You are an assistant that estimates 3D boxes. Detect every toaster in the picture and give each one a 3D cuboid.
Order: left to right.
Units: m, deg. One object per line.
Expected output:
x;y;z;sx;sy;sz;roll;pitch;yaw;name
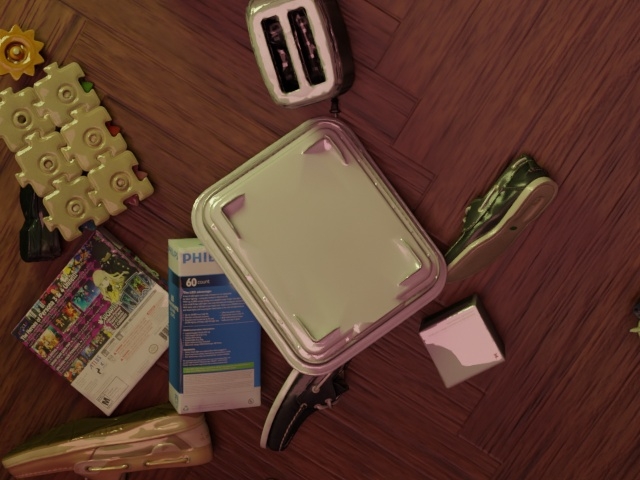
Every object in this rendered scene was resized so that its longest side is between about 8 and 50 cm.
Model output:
-0.029;-0.278;1.859;0.129;0.146;0.227;-14;99;11;toaster

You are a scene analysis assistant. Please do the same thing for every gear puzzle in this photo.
-0.413;-0.174;1.973;0.175;0.044;0.339;-32;94;-11;gear puzzle

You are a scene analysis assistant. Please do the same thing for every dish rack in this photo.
0.000;0.000;1.879;0.285;0.072;0.333;-35;83;-8;dish rack

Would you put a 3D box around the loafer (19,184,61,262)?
-0.438;-0.050;2.016;0.061;0.062;0.170;1;96;-32;loafer

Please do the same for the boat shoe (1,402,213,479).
-0.341;0.345;2.041;0.341;0.121;0.110;-13;99;9;boat shoe

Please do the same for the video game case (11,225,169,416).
-0.343;0.130;2.038;0.210;0.042;0.232;40;104;-3;video game case

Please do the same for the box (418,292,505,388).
0.215;0.152;1.942;0.101;0.087;0.102;-27;97;12;box

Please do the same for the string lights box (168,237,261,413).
-0.163;0.128;1.971;0.133;0.077;0.260;-3;102;-20;string lights box

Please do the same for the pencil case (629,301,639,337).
0.594;0.266;1.873;0.183;0.160;0.410;-22;98;-5;pencil case

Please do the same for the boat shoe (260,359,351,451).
0.004;0.206;1.970;0.091;0.114;0.303;28;104;7;boat shoe

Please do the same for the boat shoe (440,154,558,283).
0.253;-0.027;1.918;0.233;0.084;0.079;-48;55;20;boat shoe
